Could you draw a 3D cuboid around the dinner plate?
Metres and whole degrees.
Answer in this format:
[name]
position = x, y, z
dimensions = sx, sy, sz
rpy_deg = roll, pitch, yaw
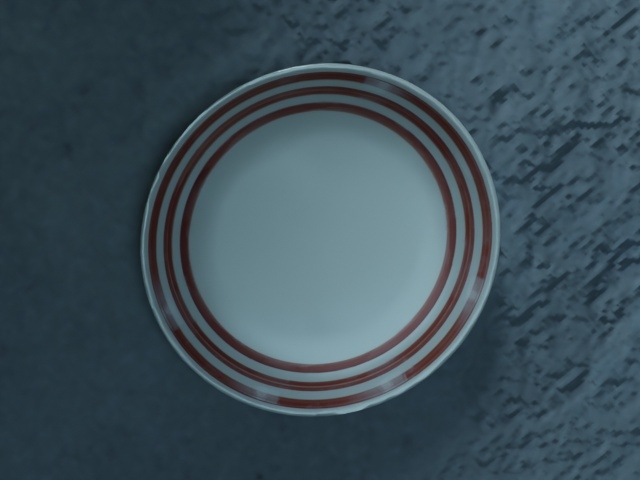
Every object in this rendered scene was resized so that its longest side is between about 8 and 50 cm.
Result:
[dinner plate]
position = 0.000, 0.000, 0.769
dimensions = 0.141, 0.017, 0.141
rpy_deg = -3, 104, -10
